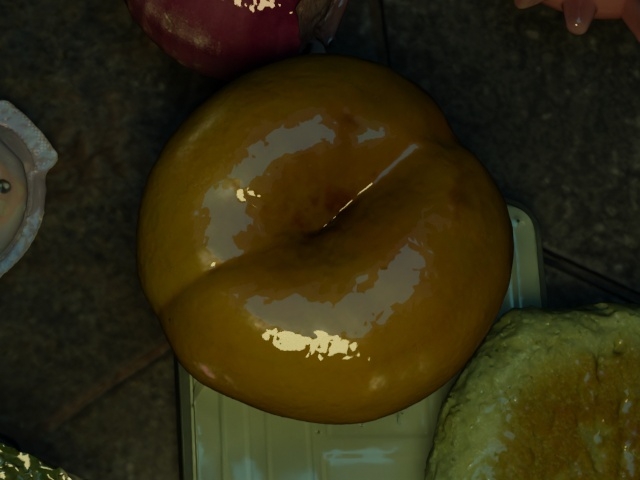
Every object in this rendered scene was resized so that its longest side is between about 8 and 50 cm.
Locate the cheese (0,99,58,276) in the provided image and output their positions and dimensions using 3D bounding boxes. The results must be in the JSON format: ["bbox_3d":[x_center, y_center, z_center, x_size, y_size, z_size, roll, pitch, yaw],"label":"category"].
[{"bbox_3d":[-0.284,-0.005,1.305,0.245,0.052,0.135,-41,83,-22],"label":"cheese"}]

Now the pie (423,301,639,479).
[{"bbox_3d":[0.210,0.190,1.302,0.323,0.070,0.323,8,73,-26],"label":"pie"}]

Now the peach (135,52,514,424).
[{"bbox_3d":[0.000,0.000,1.264,0.251,0.153,0.251,7,63,-13],"label":"peach"}]

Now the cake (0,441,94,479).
[{"bbox_3d":[-0.268,0.159,1.106,0.283,0.172,0.158,43,58,-43],"label":"cake"}]

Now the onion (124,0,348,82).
[{"bbox_3d":[-0.058,-0.219,1.378,0.201,0.200,0.207,11,100,-8],"label":"onion"}]

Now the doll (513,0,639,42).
[{"bbox_3d":[0.221,-0.242,1.482,0.262,0.093,0.211,9,62,-6],"label":"doll"}]

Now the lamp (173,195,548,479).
[{"bbox_3d":[0.033,0.096,1.341,0.269,0.047,0.266,0,72,-13],"label":"lamp"}]
